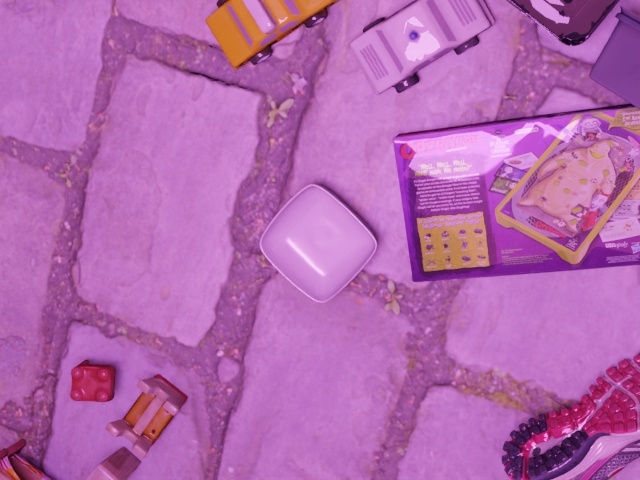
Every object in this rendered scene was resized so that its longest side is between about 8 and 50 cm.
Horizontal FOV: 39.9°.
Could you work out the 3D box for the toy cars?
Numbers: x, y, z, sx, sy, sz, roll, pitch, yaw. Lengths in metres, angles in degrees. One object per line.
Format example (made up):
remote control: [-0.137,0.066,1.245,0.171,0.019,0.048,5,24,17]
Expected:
toy cars: [0.026,-0.287,1.164,0.394,0.087,0.176,12,107,12]

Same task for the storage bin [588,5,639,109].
storage bin: [0.400,-0.206,1.067,0.135,0.098,0.091,43,112,29]

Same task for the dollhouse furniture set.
dollhouse furniture set: [-0.397,0.343,1.434,0.201,0.152,0.374,37,93,4]

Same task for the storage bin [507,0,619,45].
storage bin: [0.282,-0.335,1.082,0.180,0.084,0.122,38,111,3]

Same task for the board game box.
board game box: [0.281,-0.060,1.174,0.347,0.056,0.208,-5,107,16]

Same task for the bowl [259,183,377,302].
bowl: [0.000,0.000,1.263,0.142,0.053,0.142,43,110,1]

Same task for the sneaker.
sneaker: [0.397,0.257,1.199,0.299,0.120,0.112,-32,123,20]
